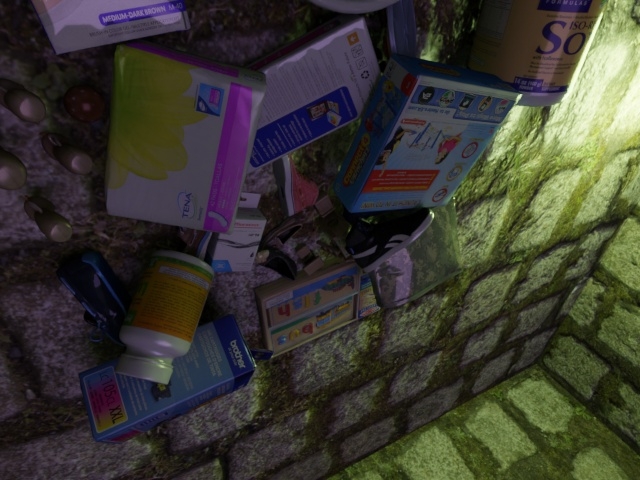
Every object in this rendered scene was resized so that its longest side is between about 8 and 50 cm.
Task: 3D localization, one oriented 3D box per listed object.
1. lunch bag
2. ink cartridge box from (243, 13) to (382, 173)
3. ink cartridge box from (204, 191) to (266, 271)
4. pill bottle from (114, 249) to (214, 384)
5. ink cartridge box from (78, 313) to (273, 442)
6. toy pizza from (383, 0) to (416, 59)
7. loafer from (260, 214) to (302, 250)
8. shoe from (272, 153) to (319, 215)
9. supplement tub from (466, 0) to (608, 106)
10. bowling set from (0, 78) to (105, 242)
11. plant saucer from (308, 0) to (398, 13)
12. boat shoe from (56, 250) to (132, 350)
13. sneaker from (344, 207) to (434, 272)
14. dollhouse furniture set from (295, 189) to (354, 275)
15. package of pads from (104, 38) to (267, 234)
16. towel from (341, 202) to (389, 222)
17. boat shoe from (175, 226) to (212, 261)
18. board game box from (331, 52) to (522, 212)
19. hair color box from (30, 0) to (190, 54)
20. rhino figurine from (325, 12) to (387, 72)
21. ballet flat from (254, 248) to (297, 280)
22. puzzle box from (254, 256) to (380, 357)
[{"bbox_3d":[0.233,0.025,1.126,0.287,0.169,0.235,-24,112,-27],"label":"lunch bag"},{"bbox_3d":[-0.066,-0.258,0.773,0.371,0.069,0.175,-27,137,6],"label":"ink cartridge box"},{"bbox_3d":[-0.191,-0.017,0.920,0.104,0.060,0.180,1,123,-35],"label":"ink cartridge box"},{"bbox_3d":[-0.317,0.154,0.827,0.136,0.137,0.245,41,53,-47],"label":"pill bottle"},{"bbox_3d":[-0.314,0.320,0.976,0.396,0.151,0.270,-21,161,-23],"label":"ink cartridge box"},{"bbox_3d":[0.151,-0.407,0.794,0.201,0.032,0.201,1,90,-64],"label":"toy pizza"},{"bbox_3d":[-0.096,-0.009,1.008,0.125,0.039,0.045,-45,138,4],"label":"loafer"},{"bbox_3d":[-0.054,-0.137,0.923,0.081,0.063,0.177,-25,140,-19],"label":"shoe"},{"bbox_3d":[0.466,-0.484,0.872,0.241,0.241,0.331,-17,132,-23],"label":"supplement tub"},{"bbox_3d":[-0.424,-0.156,0.613,0.200,0.154,0.286,-43,139,-25],"label":"bowling set"},{"bbox_3d":[0.040,-0.559,0.596,0.401,0.100,0.400,-14,124,-22],"label":"plant saucer"},{"bbox_3d":[-0.450,0.137,0.853,0.089,0.109,0.258,-21,117,-11],"label":"boat shoe"},{"bbox_3d":[0.147,-0.028,0.955,0.217,0.079,0.121,-41,99,17],"label":"sneaker"},{"bbox_3d":[0.000,0.000,1.038,0.161,0.101,0.182,-38,137,-4],"label":"dollhouse furniture set"},{"bbox_3d":[-0.236,-0.161,0.693,0.229,0.101,0.296,10,121,-16],"label":"package of pads"},{"bbox_3d":[0.196,-0.175,1.028,0.309,0.076,0.227,-20,144,-18],"label":"towel"},{"bbox_3d":[-0.268,-0.022,0.858,0.066,0.066,0.183,-1,124,-33],"label":"boat shoe"},{"bbox_3d":[0.216,-0.205,0.858,0.309,0.086,0.301,-6,138,-34],"label":"board game box"},{"bbox_3d":[-0.299,-0.423,0.483,0.185,0.110,0.338,-22,132,-18],"label":"hair color box"},{"bbox_3d":[0.077,-0.350,0.826,0.107,0.073,0.243,-16,137,7],"label":"rhino figurine"},{"bbox_3d":[-0.106,0.059,1.027,0.058,0.049,0.173,-32,151,17],"label":"ballet flat"},{"bbox_3d":[0.010,0.182,1.231,0.409,0.052,0.271,-20,134,-21],"label":"puzzle box"}]
